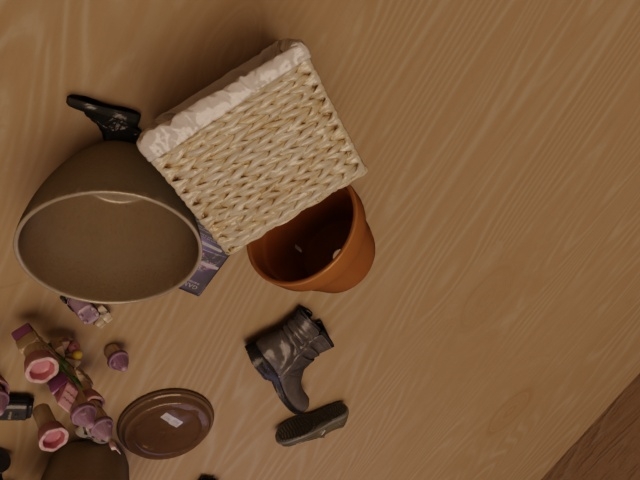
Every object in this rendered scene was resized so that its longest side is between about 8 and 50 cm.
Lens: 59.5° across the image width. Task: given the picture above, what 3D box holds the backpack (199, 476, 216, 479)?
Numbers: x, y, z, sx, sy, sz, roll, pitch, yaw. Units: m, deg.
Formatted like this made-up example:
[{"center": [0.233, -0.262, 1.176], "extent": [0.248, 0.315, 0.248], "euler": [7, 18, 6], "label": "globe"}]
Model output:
[{"center": [-0.370, 0.841, 1.813], "extent": [0.084, 0.105, 0.114], "euler": [22, 116, -29], "label": "backpack"}]

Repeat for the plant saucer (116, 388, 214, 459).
[{"center": [-0.449, 0.547, 1.638], "extent": [0.278, 0.041, 0.277], "euler": [-9, 123, -15], "label": "plant saucer"}]

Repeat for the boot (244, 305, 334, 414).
[{"center": [-0.048, 0.358, 1.628], "extent": [0.223, 0.118, 0.338], "euler": [-33, 131, -5], "label": "boot"}]

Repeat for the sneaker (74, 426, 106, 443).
[{"center": [-0.627, 0.534, 1.562], "extent": [0.043, 0.040, 0.109], "euler": [-54, 132, -3], "label": "sneaker"}]

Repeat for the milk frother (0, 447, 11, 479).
[{"center": [-0.878, 0.638, 1.510], "extent": [0.135, 0.129, 0.143], "euler": [-45, 168, 11], "label": "milk frother"}]

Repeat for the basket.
[{"center": [-0.132, -0.189, 1.079], "extent": [0.332, 0.328, 0.266], "euler": [-31, 112, 0], "label": "basket"}]

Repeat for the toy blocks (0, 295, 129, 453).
[{"center": [-0.559, 0.323, 1.267], "extent": [0.309, 0.260, 0.288], "euler": [-40, 134, -18], "label": "toy blocks"}]

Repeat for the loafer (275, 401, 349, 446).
[{"center": [-0.021, 0.610, 1.804], "extent": [0.251, 0.094, 0.087], "euler": [-17, 121, -10], "label": "loafer"}]

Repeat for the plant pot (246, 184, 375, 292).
[{"center": [0.000, 0.000, 1.332], "extent": [0.291, 0.290, 0.203], "euler": [-42, 143, 8], "label": "plant pot"}]

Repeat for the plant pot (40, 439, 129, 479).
[{"center": [-0.641, 0.716, 1.490], "extent": [0.334, 0.305, 0.333], "euler": [-6, 115, -12], "label": "plant pot"}]

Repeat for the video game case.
[{"center": [-0.303, -0.003, 1.352], "extent": [0.196, 0.026, 0.274], "euler": [29, 108, -33], "label": "video game case"}]

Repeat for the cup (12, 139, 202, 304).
[{"center": [-0.410, -0.060, 1.120], "extent": [0.332, 0.236, 0.331], "euler": [-8, 140, -7], "label": "cup"}]

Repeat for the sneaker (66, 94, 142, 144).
[{"center": [-0.432, -0.232, 1.140], "extent": [0.170, 0.051, 0.089], "euler": [10, 114, -29], "label": "sneaker"}]

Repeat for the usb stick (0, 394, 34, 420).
[{"center": [-0.870, 0.416, 1.390], "extent": [0.278, 0.045, 0.077], "euler": [9, 116, -26], "label": "usb stick"}]
